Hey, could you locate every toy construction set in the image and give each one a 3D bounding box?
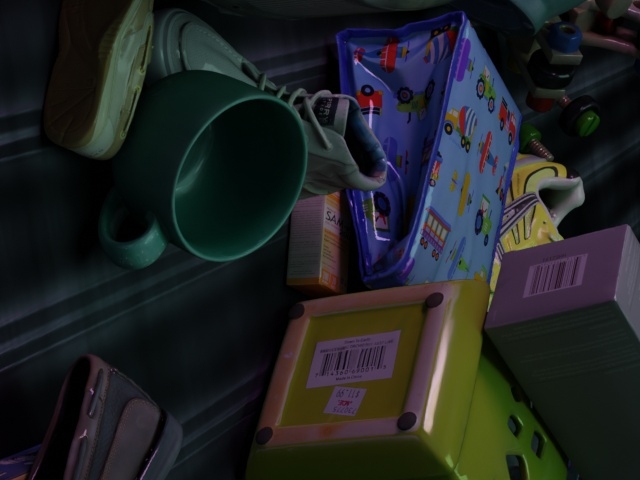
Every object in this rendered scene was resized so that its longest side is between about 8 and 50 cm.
[{"bbox_3d":[0.304,-0.312,1.836,0.237,0.257,0.309,51,-12,30],"label":"toy construction set"}]

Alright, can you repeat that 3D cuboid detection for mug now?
[{"bbox_3d":[-0.098,-0.058,1.056,0.158,0.097,0.129,-12,120,-43],"label":"mug"}]

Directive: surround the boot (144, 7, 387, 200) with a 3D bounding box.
[{"bbox_3d":[-0.035,-0.111,1.173,0.258,0.123,0.095,41,51,-56],"label":"boot"}]

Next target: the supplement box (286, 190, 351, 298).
[{"bbox_3d":[0.000,0.000,1.334,0.062,0.036,0.098,30,60,-61],"label":"supplement box"}]

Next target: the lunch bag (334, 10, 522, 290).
[{"bbox_3d":[0.109,-0.036,1.415,0.221,0.138,0.293,45,43,-58],"label":"lunch bag"}]

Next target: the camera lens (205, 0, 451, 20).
[{"bbox_3d":[0.003,-0.270,1.029,0.219,0.274,0.219,-4,97,-30],"label":"camera lens"}]

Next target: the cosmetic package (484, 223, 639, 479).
[{"bbox_3d":[0.253,0.114,1.244,0.238,0.127,0.107,55,36,-30],"label":"cosmetic package"}]

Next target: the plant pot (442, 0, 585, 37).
[{"bbox_3d":[0.201,-0.343,1.554,0.196,0.293,0.293,-60,148,-4],"label":"plant pot"}]

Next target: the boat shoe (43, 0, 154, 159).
[{"bbox_3d":[-0.149,-0.137,1.023,0.059,0.063,0.170,39,62,-60],"label":"boat shoe"}]

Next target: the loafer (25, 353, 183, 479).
[{"bbox_3d":[-0.166,0.170,0.844,0.084,0.096,0.267,53,30,-18],"label":"loafer"}]

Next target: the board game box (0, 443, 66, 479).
[{"bbox_3d":[-0.178,0.220,0.941,0.243,0.042,0.165,-13,99,-63],"label":"board game box"}]

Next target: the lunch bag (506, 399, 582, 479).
[{"bbox_3d":[0.267,0.189,1.734,0.223,0.160,0.262,-69,157,-45],"label":"lunch bag"}]

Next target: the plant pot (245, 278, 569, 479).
[{"bbox_3d":[0.073,0.164,1.265,0.207,0.228,0.227,54,39,-38],"label":"plant pot"}]

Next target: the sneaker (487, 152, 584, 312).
[{"bbox_3d":[0.188,0.028,1.594,0.384,0.147,0.145,-67,146,-40],"label":"sneaker"}]
